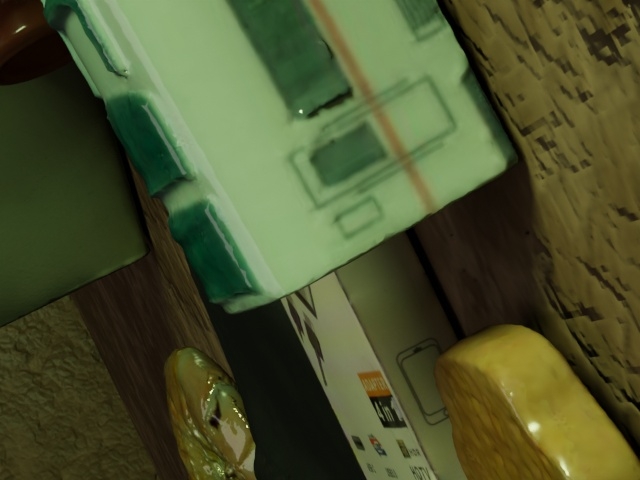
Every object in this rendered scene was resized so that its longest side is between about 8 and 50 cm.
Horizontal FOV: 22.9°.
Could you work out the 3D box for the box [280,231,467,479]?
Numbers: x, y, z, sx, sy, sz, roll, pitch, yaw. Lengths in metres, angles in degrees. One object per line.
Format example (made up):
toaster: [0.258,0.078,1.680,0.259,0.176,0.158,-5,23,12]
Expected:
box: [0.000,0.000,0.587,0.247,0.033,0.129,64,168,1]

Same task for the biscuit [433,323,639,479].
biscuit: [0.098,0.131,0.441,0.236,0.040,0.144,66,161,-1]

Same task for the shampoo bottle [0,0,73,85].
shampoo bottle: [-0.216,-0.214,0.951,0.244,0.085,0.085,63,168,11]

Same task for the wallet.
wallet: [0.010,0.147,0.835,0.247,0.041,0.323,34,145,64]

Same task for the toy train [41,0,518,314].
toy train: [-0.088,-0.175,0.418,0.407,0.088,0.086,61,169,-4]

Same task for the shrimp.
shrimp: [-0.028,0.188,1.035,0.267,0.061,0.145,67,158,-4]

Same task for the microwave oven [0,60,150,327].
microwave oven: [-0.336,-0.159,1.173,0.394,0.247,0.333,56,164,33]
